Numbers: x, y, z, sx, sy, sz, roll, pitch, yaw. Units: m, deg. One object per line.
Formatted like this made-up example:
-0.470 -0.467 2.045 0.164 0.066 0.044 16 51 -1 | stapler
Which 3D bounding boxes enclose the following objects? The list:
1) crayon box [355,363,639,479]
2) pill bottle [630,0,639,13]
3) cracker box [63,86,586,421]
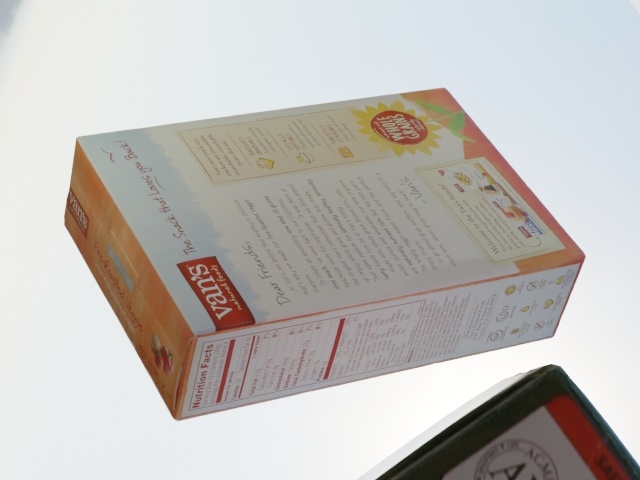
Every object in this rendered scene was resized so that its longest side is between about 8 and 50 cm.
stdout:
0.141 0.215 0.617 0.106 0.363 0.313 -36 174 2 | crayon box
0.232 -0.201 0.889 0.216 0.121 0.121 -34 -162 7 | pill bottle
0.000 0.000 0.957 0.155 0.232 0.067 56 -37 39 | cracker box
